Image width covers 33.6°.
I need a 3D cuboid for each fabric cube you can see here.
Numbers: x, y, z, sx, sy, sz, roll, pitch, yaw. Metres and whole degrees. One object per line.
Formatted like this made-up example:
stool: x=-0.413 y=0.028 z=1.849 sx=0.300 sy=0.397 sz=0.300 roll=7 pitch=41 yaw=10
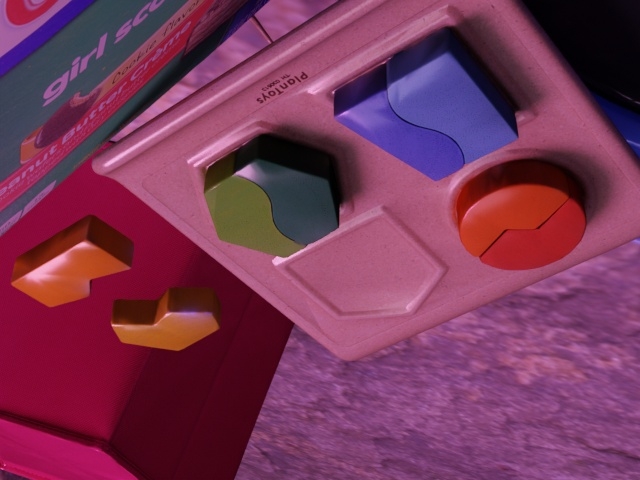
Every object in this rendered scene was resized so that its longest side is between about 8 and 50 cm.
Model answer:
fabric cube: x=-0.194 y=0.084 z=0.964 sx=0.254 sy=0.258 sz=0.259 roll=11 pitch=154 yaw=20

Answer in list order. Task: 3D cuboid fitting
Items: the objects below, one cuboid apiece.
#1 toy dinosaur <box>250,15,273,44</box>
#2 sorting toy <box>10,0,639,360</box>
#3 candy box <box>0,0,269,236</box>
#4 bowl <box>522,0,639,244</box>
toy dinosaur: x=-0.108 y=-0.169 z=0.635 sx=0.183 sy=0.053 sz=0.092 roll=18 pitch=172 yaw=26
sorting toy: x=0.000 y=0.000 z=0.546 sx=0.307 sy=0.041 sz=0.229 roll=-27 pitch=134 yaw=27
candy box: x=-0.100 y=-0.134 z=0.389 sx=0.122 sy=0.268 sz=0.317 roll=42 pitch=156 yaw=1
bowl: x=0.198 y=-0.107 z=0.445 sx=0.391 sy=0.077 sz=0.391 roll=20 pitch=158 yaw=9
